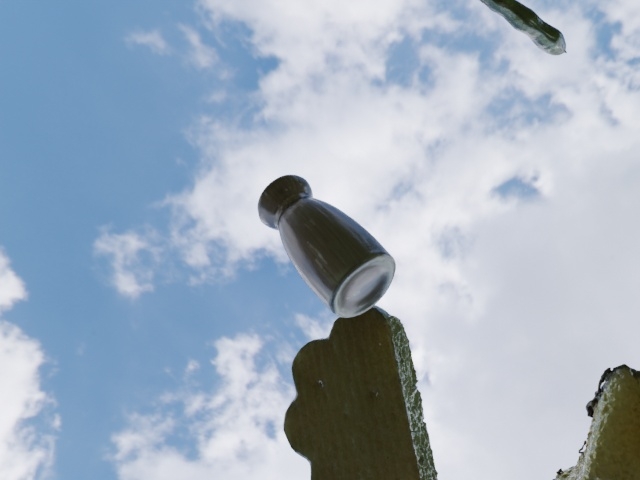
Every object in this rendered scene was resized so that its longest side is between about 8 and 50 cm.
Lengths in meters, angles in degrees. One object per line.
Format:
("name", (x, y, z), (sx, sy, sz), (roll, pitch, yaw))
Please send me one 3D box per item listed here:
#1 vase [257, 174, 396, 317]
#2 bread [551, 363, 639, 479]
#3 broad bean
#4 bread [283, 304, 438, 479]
("vase", (0.000, 0.000, 0.425), (0.053, 0.053, 0.100), (-39, -126, -7))
("bread", (0.343, 0.267, 0.674), (0.174, 0.251, 0.133), (22, -150, 10))
("broad bean", (0.294, -0.346, 0.974), (0.227, 0.069, 0.039), (29, -77, -13))
("bread", (0.043, 0.235, 0.853), (0.208, 0.056, 0.286), (-16, -108, 32))
